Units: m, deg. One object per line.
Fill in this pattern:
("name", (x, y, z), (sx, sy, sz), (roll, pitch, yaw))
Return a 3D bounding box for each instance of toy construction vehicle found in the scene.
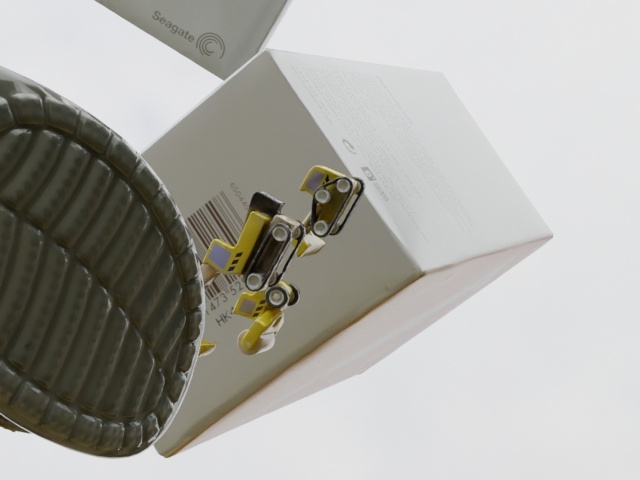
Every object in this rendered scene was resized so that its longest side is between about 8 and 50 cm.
("toy construction vehicle", (-0.026, 0.008, 0.640), (0.098, 0.035, 0.086), (-61, -14, 13))

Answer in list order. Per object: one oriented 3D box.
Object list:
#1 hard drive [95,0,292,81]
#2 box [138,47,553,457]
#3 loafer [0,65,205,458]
("hard drive", (-0.087, -0.353, 1.282), (0.233, 0.047, 0.353), (32, -74, 2))
("box", (0.000, 0.000, 0.985), (0.215, 0.168, 0.345), (-38, -10, 21))
("loafer", (-0.132, -0.016, 0.406), (0.087, 0.094, 0.251), (-1, -34, 44))
